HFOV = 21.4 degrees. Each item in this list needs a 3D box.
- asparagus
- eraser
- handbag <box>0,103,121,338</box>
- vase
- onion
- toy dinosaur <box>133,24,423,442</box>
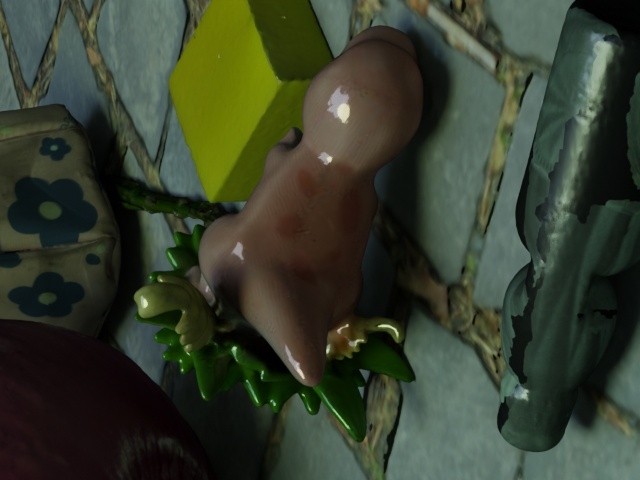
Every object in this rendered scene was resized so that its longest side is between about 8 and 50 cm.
[{"bbox_3d":[-0.106,-0.024,1.173,0.023,0.022,0.233,-50,25,-12],"label":"asparagus"},{"bbox_3d":[-0.043,-0.096,1.018,0.122,0.045,0.097,-55,46,49],"label":"eraser"},{"bbox_3d":[-0.276,0.022,1.304,0.190,0.193,0.251,69,153,24],"label":"handbag"},{"bbox_3d":[0.110,0.001,0.729,0.060,0.060,0.211,47,133,49],"label":"vase"},{"bbox_3d":[-0.185,0.236,1.040,0.345,0.358,0.358,26,118,42],"label":"onion"},{"bbox_3d":[0.006,0.005,0.881,0.177,0.152,0.194,-55,6,49],"label":"toy dinosaur"}]
